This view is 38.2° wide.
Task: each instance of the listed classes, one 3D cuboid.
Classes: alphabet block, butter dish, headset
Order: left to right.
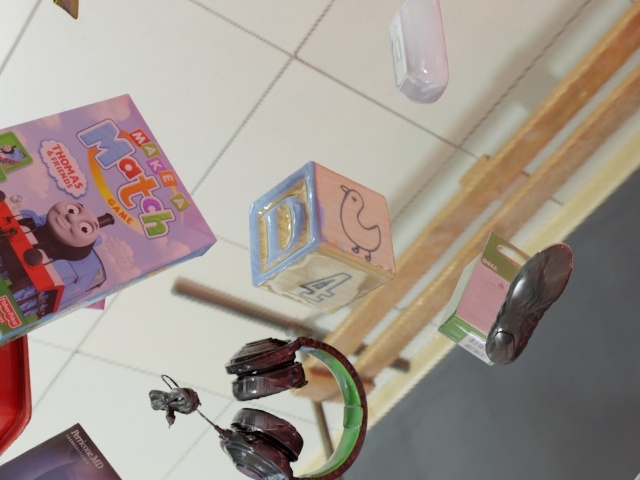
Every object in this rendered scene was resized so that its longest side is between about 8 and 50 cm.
[{"bbox_3d":[-0.361,0.142,0.901,0.118,0.160,0.160,17,131,-38],"label":"butter dish"},{"bbox_3d":[-0.080,0.266,1.473,0.394,0.243,0.185,11,163,-30],"label":"headset"},{"bbox_3d":[0.000,0.000,1.730,0.197,0.192,0.193,22,140,-38],"label":"alphabet block"}]

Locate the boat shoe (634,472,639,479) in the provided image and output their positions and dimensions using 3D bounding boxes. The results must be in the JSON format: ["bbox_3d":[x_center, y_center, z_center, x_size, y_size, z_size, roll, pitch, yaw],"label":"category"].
[{"bbox_3d":[0.340,0.302,0.893,0.095,0.258,0.084,23,134,9],"label":"boat shoe"}]

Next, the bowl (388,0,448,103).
[{"bbox_3d":[0.130,-0.260,1.256,0.053,0.142,0.142,-7,175,-7],"label":"bowl"}]

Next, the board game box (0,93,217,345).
[{"bbox_3d":[-0.211,-0.025,0.765,0.211,0.160,0.039,-26,171,-42],"label":"board game box"}]

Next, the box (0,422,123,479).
[{"bbox_3d":[-0.464,0.522,1.587,0.294,0.296,0.182,-27,143,-32],"label":"box"}]

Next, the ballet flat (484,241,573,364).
[{"bbox_3d":[0.246,0.073,1.108,0.057,0.049,0.173,30,111,7],"label":"ballet flat"}]

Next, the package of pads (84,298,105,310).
[{"bbox_3d":[-0.416,0.095,1.622,0.083,0.050,0.032,10,172,-39],"label":"package of pads"}]

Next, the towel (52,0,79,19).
[{"bbox_3d":[-0.306,-0.304,1.117,0.009,0.083,0.060,4,91,2],"label":"towel"}]

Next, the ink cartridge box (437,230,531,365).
[{"bbox_3d":[0.285,0.094,1.548,0.109,0.209,0.062,33,140,-3],"label":"ink cartridge box"}]
